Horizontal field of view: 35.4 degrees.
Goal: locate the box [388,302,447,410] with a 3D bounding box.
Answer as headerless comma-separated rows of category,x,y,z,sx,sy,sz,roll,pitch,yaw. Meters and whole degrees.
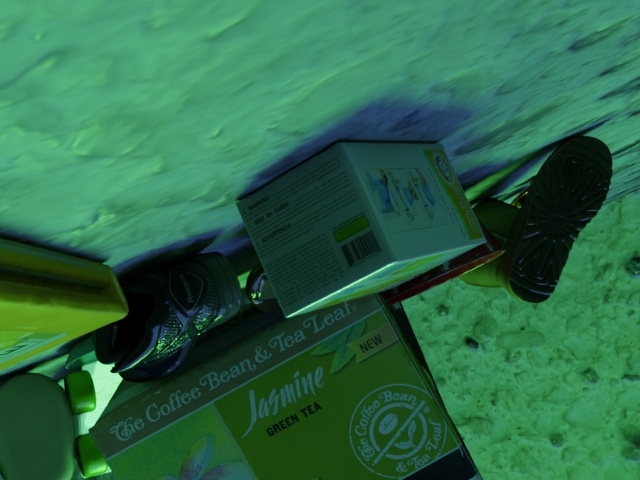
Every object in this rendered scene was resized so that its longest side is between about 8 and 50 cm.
box,0.061,0.147,1.360,0.060,0.270,0.216,-26,171,28

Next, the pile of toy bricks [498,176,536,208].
pile of toy bricks,0.306,-0.033,1.572,0.212,0.118,0.105,-45,-161,41

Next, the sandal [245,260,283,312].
sandal,0.000,0.000,0.994,0.219,0.060,0.090,-36,149,-36

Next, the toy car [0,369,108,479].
toy car,-0.362,0.236,1.234,0.155,0.148,0.188,-10,177,-23

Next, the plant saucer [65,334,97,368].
plant saucer,-0.245,0.118,1.175,0.119,0.021,0.119,-23,172,-3

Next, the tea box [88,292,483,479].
tea box,-0.022,0.234,1.121,0.329,0.323,0.220,-30,-174,2

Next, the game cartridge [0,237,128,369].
game cartridge,-0.322,0.090,0.686,0.324,0.052,0.285,-25,172,4

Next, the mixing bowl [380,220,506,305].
mixing bowl,0.130,0.008,1.264,0.181,0.098,0.181,-23,171,-4

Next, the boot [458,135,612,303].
boot,0.271,-0.037,1.369,0.236,0.089,0.269,-62,-170,2

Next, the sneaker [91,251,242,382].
sneaker,-0.178,0.086,0.953,0.130,0.087,0.227,-13,166,-36

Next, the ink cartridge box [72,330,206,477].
ink cartridge box,-0.188,0.191,1.374,0.296,0.066,0.261,-9,132,-22

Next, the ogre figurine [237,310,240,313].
ogre figurine,-0.102,0.151,1.534,0.197,0.096,0.118,-18,177,-12

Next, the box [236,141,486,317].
box,0.042,-0.014,0.855,0.114,0.103,0.203,-29,170,29
